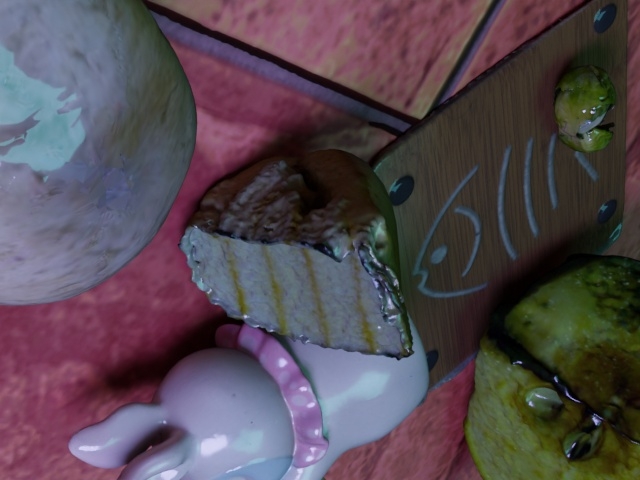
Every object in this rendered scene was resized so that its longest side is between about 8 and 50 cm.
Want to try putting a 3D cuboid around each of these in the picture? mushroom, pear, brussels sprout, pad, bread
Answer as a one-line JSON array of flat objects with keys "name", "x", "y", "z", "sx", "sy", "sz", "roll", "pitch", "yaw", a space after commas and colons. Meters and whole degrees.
[{"name": "mushroom", "x": -0.132, "y": -0.077, "z": 0.559, "sx": 0.195, "sy": 0.189, "sz": 0.253, "roll": -42, "pitch": 151, "yaw": -12}, {"name": "pear", "x": 0.254, "y": 0.169, "z": 1.144, "sx": 0.164, "sy": 0.238, "sz": 0.255, "roll": -39, "pitch": 151, "yaw": -30}, {"name": "brussels sprout", "x": 0.201, "y": -0.094, "z": 1.011, "sx": 0.051, "sy": 0.046, "sz": 0.083, "roll": -36, "pitch": 141, "yaw": -11}, {"name": "pad", "x": 0.146, "y": -0.026, "z": 1.063, "sx": 0.284, "sy": 0.018, "sz": 0.286, "roll": -37, "pitch": 140, "yaw": -20}, {"name": "bread", "x": 0.006, "y": 0.000, "z": 0.823, "sx": 0.110, "sy": 0.156, "sz": 0.103, "roll": -49, "pitch": 144, "yaw": -39}]

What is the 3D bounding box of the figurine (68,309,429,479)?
[{"name": "figurine", "x": -0.049, "y": 0.119, "z": 0.882, "sx": 0.235, "sy": 0.127, "sz": 0.155, "roll": -30, "pitch": 159, "yaw": -26}]
